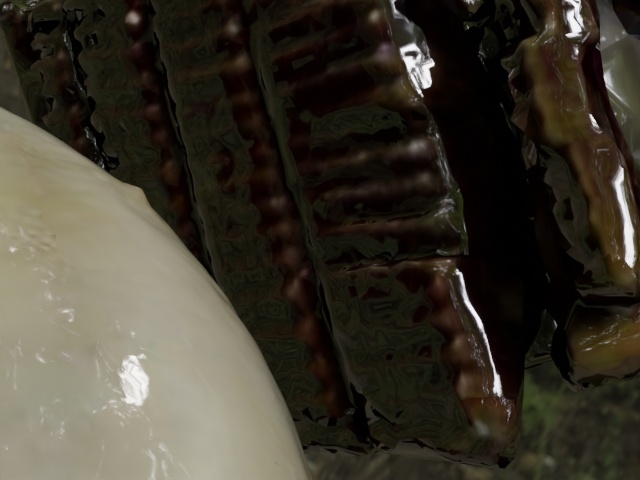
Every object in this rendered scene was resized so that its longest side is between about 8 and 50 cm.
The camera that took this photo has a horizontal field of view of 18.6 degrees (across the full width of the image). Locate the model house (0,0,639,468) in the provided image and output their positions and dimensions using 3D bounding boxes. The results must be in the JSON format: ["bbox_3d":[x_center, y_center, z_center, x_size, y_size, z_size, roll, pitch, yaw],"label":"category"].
[{"bbox_3d":[0.024,-0.089,0.621,0.282,0.297,0.317,-15,85,14],"label":"model house"}]

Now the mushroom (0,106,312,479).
[{"bbox_3d":[-0.158,0.070,0.341,0.292,0.290,0.292,-13,59,23],"label":"mushroom"}]
